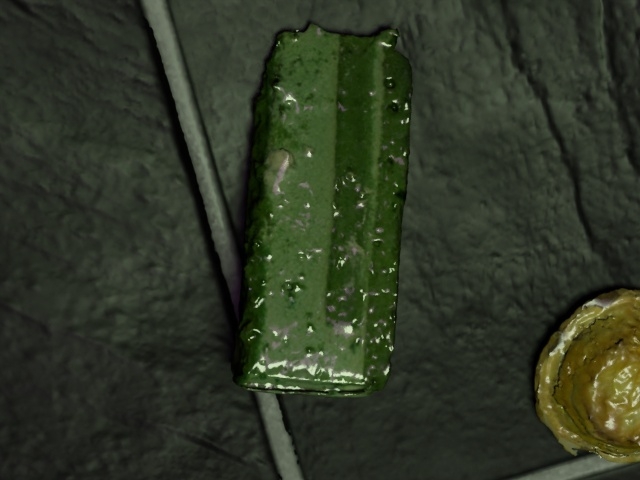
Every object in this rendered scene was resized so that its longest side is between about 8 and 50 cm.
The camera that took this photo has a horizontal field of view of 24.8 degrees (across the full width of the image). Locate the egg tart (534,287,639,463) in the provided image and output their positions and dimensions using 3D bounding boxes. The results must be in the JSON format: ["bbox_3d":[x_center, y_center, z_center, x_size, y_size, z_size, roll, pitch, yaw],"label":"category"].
[{"bbox_3d":[0.209,0.096,0.984,0.128,0.049,0.129,-2,104,-8],"label":"egg tart"}]

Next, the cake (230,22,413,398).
[{"bbox_3d":[0.000,-0.016,0.943,0.100,0.099,0.235,5,83,-6],"label":"cake"}]
